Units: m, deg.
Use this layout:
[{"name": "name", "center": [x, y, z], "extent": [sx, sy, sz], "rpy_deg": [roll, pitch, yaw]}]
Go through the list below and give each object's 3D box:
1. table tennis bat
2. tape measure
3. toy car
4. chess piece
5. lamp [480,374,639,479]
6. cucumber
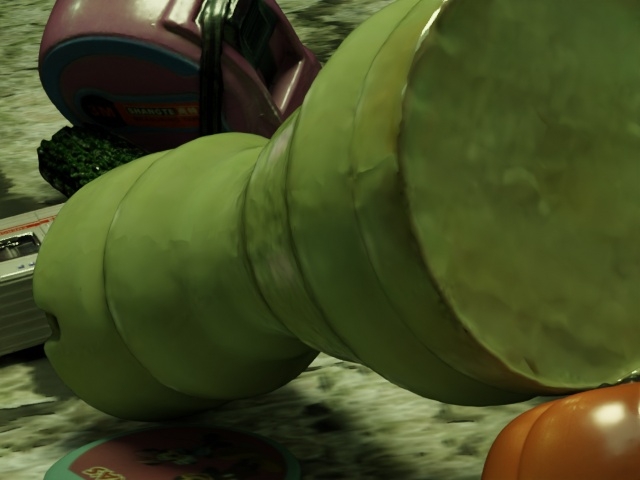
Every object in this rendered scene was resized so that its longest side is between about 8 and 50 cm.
[{"name": "table tennis bat", "center": [-0.124, 0.158, 1.181], "extent": [0.244, 0.040, 0.153], "rpy_deg": [-14, 21, -35]}, {"name": "tape measure", "center": [-0.128, -0.161, 1.795], "extent": [0.231, 0.245, 0.149], "rpy_deg": [6, 58, 26]}, {"name": "toy car", "center": [-0.212, 0.030, 1.483], "extent": [0.209, 0.089, 0.108], "rpy_deg": [-15, 22, -20]}, {"name": "chess piece", "center": [0.000, 0.000, 1.165], "extent": [0.234, 0.234, 0.442], "rpy_deg": [-22, 3, -38]}, {"name": "lamp", "center": [0.169, 0.145, 0.934], "extent": [0.187, 0.164, 0.187], "rpy_deg": [-9, -8, -1]}, {"name": "cucumber", "center": [-0.165, -0.043, 1.700], "extent": [0.077, 0.077, 0.265], "rpy_deg": [-15, 23, -24]}]
